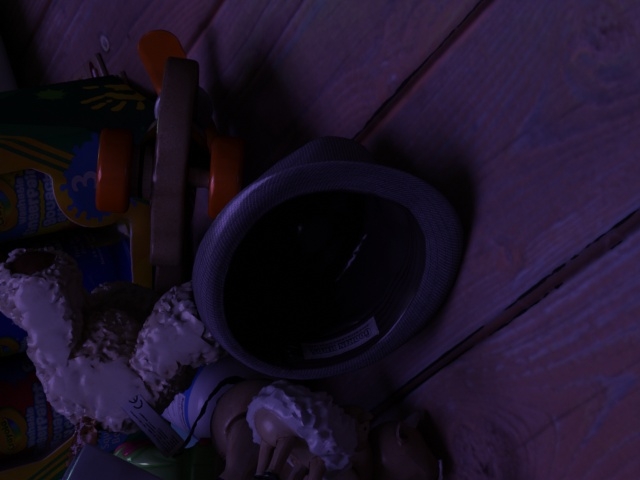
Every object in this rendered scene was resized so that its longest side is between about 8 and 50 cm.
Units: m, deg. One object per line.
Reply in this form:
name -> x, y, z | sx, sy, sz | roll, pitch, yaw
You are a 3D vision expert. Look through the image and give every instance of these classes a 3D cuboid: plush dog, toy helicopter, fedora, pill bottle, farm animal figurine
plush dog -> -0.203, 0.115, 1.598 | 0.262, 0.225, 0.211 | 11, 101, 5
toy helicopter -> -0.157, -0.059, 1.635 | 0.355, 0.140, 0.235 | 100, 172, -54
fedora -> 0.000, 0.000, 1.443 | 0.124, 0.243, 0.275 | -101, 22, -50
pill bottle -> -0.115, 0.164, 1.723 | 0.221, 0.124, 0.124 | 23, 124, 46
farm animal figurine -> 0.018, 0.235, 1.520 | 0.326, 0.172, 0.330 | 34, 152, -19

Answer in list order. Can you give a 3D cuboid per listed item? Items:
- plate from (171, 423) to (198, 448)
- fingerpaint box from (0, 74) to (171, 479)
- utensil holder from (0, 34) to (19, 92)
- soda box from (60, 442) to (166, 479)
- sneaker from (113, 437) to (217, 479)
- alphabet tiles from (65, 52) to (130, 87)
plate -> -0.188, 0.185, 1.925 | 0.188, 0.024, 0.188 | 27, 126, 45
fingerpaint box -> -0.366, 0.066, 1.767 | 0.163, 0.371, 0.445 | 35, 129, 50
utensil holder -> -0.527, -0.114, 2.002 | 0.327, 0.327, 0.386 | -17, 89, 56
soda box -> -0.121, 0.300, 1.446 | 0.286, 0.098, 0.091 | 27, 154, -8
sneaker -> -0.172, 0.358, 1.728 | 0.483, 0.185, 0.202 | 96, 174, -70
alphabet tiles -> -0.255, -0.102, 1.894 | 0.198, 0.009, 0.237 | -29, 82, 56
